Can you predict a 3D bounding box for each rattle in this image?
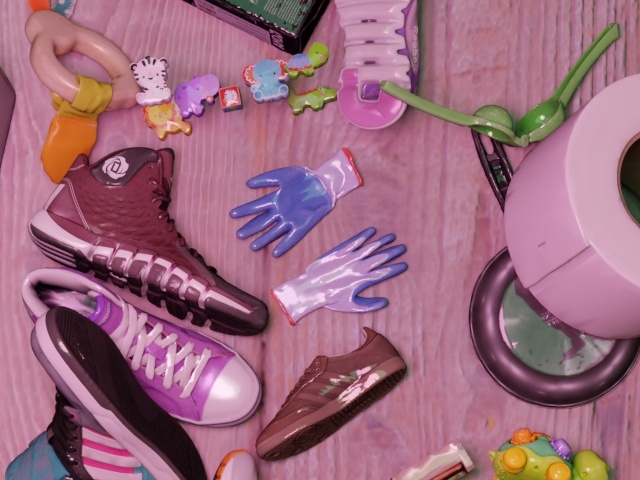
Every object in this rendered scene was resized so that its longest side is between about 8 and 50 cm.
[{"bbox_3d":[-0.298,-0.190,1.993,0.130,0.143,0.200,-25,61,-35],"label":"rattle"}]

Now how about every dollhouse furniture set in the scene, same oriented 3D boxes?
[{"bbox_3d":[0.098,0.309,1.845,0.183,0.129,0.129,-30,81,-4],"label":"dollhouse furniture set"}]

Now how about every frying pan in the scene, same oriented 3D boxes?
[{"bbox_3d":[0.262,0.021,1.936,0.197,0.053,0.326,2,83,0],"label":"frying pan"}]

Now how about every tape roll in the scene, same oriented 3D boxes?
[{"bbox_3d":[0.334,-0.033,1.846,0.246,0.169,0.246,5,73,-15],"label":"tape roll"}]

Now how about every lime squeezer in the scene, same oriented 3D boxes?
[{"bbox_3d":[0.210,-0.151,1.929,0.310,0.059,0.110,-15,118,-25],"label":"lime squeezer"}]

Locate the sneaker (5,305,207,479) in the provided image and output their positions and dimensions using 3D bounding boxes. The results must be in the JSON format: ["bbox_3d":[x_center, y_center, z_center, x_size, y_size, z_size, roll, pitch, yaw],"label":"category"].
[{"bbox_3d":[-0.261,0.201,1.829,0.178,0.295,0.124,-25,37,11],"label":"sneaker"}]

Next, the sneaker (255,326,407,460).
[{"bbox_3d":[0.001,0.167,1.915,0.188,0.066,0.071,-32,64,-9],"label":"sneaker"}]

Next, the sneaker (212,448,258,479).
[{"bbox_3d":[-0.056,0.351,1.869,0.121,0.099,0.263,-4,88,-7],"label":"sneaker"}]

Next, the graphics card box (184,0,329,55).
[{"bbox_3d":[-0.135,-0.392,1.991,0.370,0.094,0.233,26,81,7],"label":"graphics card box"}]

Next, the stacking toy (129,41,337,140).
[{"bbox_3d":[-0.093,-0.168,1.914,0.221,0.167,0.052,-10,80,1],"label":"stacking toy"}]

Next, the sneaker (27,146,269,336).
[{"bbox_3d":[-0.164,-0.016,1.925,0.281,0.106,0.163,25,71,0],"label":"sneaker"}]

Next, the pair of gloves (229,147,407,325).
[{"bbox_3d":[0.000,0.000,1.956,0.159,0.023,0.198,-28,80,-3],"label":"pair of gloves"}]

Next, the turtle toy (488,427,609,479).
[{"bbox_3d":[0.243,0.242,1.880,0.130,0.095,0.066,17,60,4],"label":"turtle toy"}]

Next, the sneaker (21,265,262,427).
[{"bbox_3d":[-0.196,0.114,1.873,0.282,0.161,0.102,24,80,4],"label":"sneaker"}]

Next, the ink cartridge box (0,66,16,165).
[{"bbox_3d":[-0.561,-0.084,1.911,0.394,0.166,0.286,11,80,2],"label":"ink cartridge box"}]

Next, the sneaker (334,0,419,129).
[{"bbox_3d":[0.071,-0.237,1.951,0.095,0.104,0.236,3,89,19],"label":"sneaker"}]
